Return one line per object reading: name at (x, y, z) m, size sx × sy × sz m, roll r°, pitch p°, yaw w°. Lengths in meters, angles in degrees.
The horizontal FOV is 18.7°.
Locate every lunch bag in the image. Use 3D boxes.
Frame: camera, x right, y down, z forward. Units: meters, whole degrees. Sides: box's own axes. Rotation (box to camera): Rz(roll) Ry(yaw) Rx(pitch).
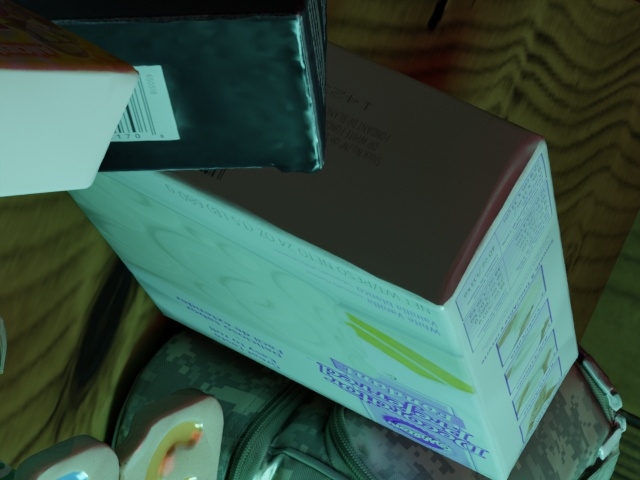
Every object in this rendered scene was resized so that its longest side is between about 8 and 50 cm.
lunch bag at (0.037, 0.146, 1.276) m, size 0.305 × 0.256 × 0.212 m, roll -39°, pitch 150°, yaw -54°

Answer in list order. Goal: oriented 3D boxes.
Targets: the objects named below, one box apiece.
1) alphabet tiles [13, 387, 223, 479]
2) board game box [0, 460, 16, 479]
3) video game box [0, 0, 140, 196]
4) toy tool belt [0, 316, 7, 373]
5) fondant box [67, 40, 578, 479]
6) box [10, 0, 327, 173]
alphabet tiles at (-0.098, 0.197, 0.677) m, size 0.284 × 0.021 × 0.278 m, roll -21°, pitch 125°, yaw -52°
board game box at (-0.130, 0.176, 0.844) m, size 0.124 × 0.259 × 0.039 m, roll -56°, pitch 175°, yaw -23°
video game box at (-0.174, -0.067, 0.513) m, size 0.205 × 0.187 × 0.048 m, roll -10°, pitch 124°, yaw -68°
toy tool belt at (-0.173, 0.043, 0.887) m, size 0.083 × 0.052 × 0.051 m, roll 78°, pitch 33°, yaw -61°
fondant box at (0.000, 0.000, 1.003) m, size 0.096 × 0.238 × 0.330 m, roll -61°, pitch 162°, yaw -12°
box at (-0.077, -0.111, 0.687) m, size 0.093 × 0.156 × 0.158 m, roll 82°, pitch 8°, yaw -58°
